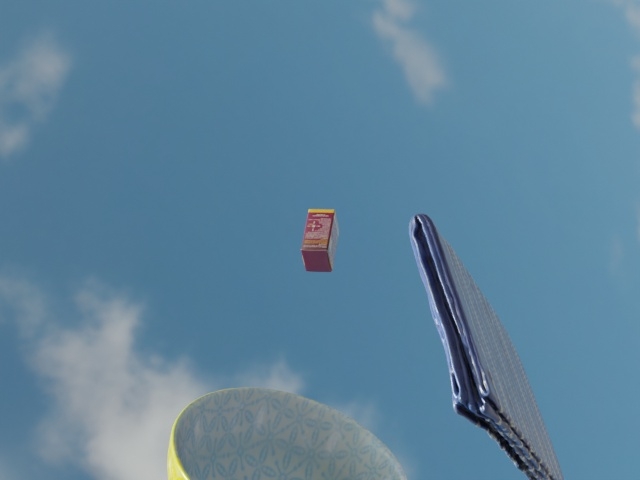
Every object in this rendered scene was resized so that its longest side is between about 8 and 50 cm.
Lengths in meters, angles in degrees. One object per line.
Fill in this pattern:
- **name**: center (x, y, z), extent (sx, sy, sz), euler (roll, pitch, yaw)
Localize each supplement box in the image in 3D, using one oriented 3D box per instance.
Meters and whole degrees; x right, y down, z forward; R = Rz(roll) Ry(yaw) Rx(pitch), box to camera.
- **supplement box**: center (0.000, 0.000, 1.906), extent (0.055, 0.043, 0.083), euler (79, -163, -48)

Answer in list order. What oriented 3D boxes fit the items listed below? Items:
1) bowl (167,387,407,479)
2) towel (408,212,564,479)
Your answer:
- **bowl**: center (-0.056, 0.318, 1.472), extent (0.289, 0.156, 0.289), euler (17, -156, -8)
- **towel**: center (0.183, 0.140, 1.354), extent (0.336, 0.040, 0.243), euler (50, -159, -52)
